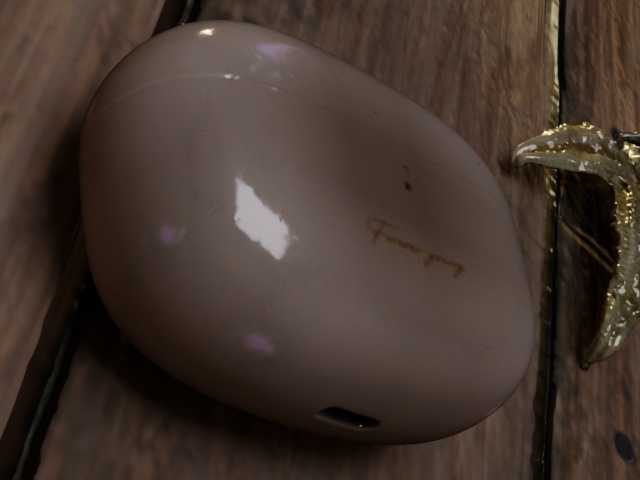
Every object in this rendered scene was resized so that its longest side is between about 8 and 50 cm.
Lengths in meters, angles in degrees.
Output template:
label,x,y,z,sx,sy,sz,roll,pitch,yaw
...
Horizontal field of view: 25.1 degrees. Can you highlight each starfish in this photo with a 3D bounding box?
label,x,y,z,sx,sy,sz,roll,pitch,yaw
starfish,0.199,-0.006,0.835,0.247,0.050,0.138,-3,68,-50

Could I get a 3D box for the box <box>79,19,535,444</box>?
label,x,y,z,sx,sy,sz,roll,pitch,yaw
box,0.000,0.000,0.533,0.200,0.088,0.146,24,48,-42
